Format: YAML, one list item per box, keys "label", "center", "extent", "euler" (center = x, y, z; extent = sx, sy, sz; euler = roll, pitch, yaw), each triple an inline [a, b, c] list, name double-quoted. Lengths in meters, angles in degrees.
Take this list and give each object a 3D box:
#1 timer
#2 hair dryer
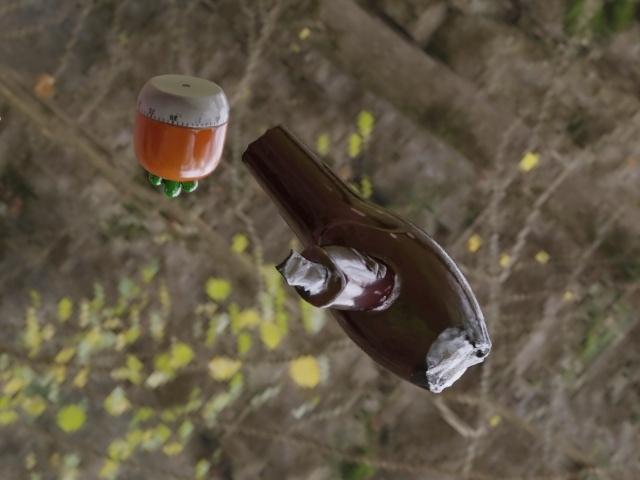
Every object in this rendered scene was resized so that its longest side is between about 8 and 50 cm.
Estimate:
- label: "timer"
  center: [-0.144, -0.104, 1.548]
  extent: [0.136, 0.099, 0.136]
  euler: [2, 90, -89]
- label: "hair dryer"
  center: [0.000, 0.000, 1.326]
  extent: [0.123, 0.312, 0.340]
  euler: [-45, 162, 10]
